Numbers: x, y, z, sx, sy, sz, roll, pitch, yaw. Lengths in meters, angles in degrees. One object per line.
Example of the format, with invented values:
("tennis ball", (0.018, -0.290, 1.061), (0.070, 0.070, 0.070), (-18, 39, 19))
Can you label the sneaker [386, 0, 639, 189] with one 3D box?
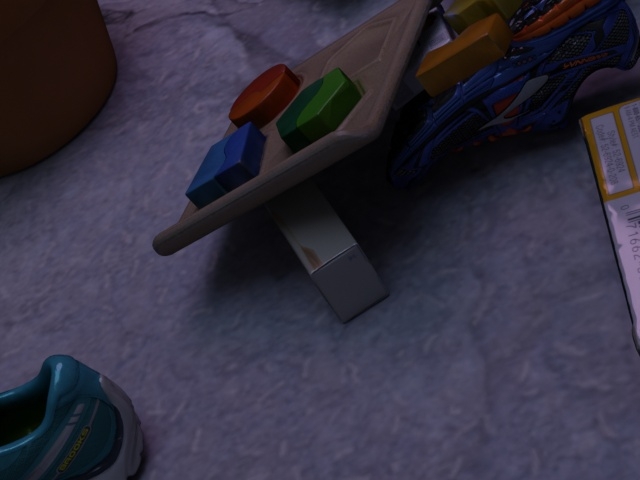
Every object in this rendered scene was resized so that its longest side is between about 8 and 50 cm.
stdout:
("sneaker", (0.138, -0.103, 0.969), (0.221, 0.087, 0.083), (-37, 15, 18))

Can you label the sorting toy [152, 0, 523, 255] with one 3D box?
("sorting toy", (0.016, -0.116, 0.968), (0.307, 0.041, 0.229), (-28, 22, 37))

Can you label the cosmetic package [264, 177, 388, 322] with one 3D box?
("cosmetic package", (0.000, 0.000, 0.965), (0.041, 0.060, 0.115), (-33, 39, 0))

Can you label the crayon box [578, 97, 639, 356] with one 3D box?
("crayon box", (0.331, -0.032, 0.778), (0.322, 0.083, 0.203), (-18, 42, 16))

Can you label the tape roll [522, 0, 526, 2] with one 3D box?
("tape roll", (0.177, -0.296, 1.088), (0.219, 0.072, 0.219), (-4, 59, 6))

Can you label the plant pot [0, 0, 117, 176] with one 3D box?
("plant pot", (-0.322, -0.195, 1.245), (0.290, 0.203, 0.291), (-18, 42, 17))

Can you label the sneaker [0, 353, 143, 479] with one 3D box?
("sneaker", (-0.260, 0.158, 0.925), (0.275, 0.110, 0.107), (-28, 41, 5))

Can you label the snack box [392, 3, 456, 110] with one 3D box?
("snack box", (0.072, -0.152, 1.045), (0.064, 0.022, 0.178), (-38, 18, 14))
